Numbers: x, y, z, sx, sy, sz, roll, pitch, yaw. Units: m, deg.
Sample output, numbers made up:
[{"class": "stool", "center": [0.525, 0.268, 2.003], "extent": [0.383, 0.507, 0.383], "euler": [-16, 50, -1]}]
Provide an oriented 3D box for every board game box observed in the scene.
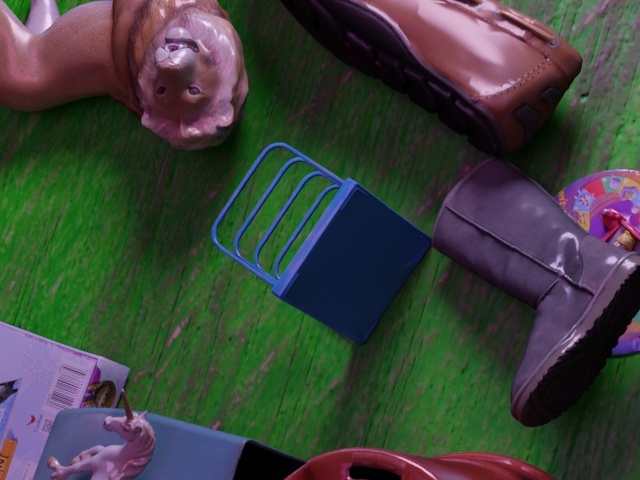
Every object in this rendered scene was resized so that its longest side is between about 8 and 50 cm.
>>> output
[{"class": "board game box", "center": [0.251, 0.014, 1.560], "extent": [0.133, 0.033, 0.169], "euler": [-3, 74, 23]}, {"class": "board game box", "center": [-0.382, 0.223, 1.763], "extent": [0.318, 0.066, 0.319], "euler": [18, 83, 27]}]

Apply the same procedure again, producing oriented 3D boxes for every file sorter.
[{"class": "file sorter", "center": [0.000, 0.000, 1.601], "extent": [0.104, 0.170, 0.118], "euler": [35, 91, 32]}]

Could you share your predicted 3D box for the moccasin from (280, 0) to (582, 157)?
[{"class": "moccasin", "center": [0.075, -0.232, 1.654], "extent": [0.380, 0.139, 0.147], "euler": [36, 77, 33]}]

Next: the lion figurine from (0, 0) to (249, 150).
[{"class": "lion figurine", "center": [-0.231, -0.196, 1.798], "extent": [0.392, 0.142, 0.240], "euler": [-5, 80, 38]}]

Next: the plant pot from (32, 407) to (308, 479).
[{"class": "plant pot", "center": [-0.140, 0.242, 1.602], "extent": [0.234, 0.165, 0.166], "euler": [13, 81, 35]}]

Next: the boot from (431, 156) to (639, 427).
[{"class": "boot", "center": [0.166, 0.040, 1.544], "extent": [0.208, 0.076, 0.190], "euler": [34, 81, 37]}]

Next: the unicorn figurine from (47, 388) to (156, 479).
[{"class": "unicorn figurine", "center": [-0.187, 0.207, 1.520], "extent": [0.111, 0.060, 0.162], "euler": [-5, 86, 36]}]

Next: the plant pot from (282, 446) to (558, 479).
[{"class": "plant pot", "center": [0.075, 0.285, 1.428], "extent": [0.272, 0.265, 0.272], "euler": [-7, 73, 22]}]
